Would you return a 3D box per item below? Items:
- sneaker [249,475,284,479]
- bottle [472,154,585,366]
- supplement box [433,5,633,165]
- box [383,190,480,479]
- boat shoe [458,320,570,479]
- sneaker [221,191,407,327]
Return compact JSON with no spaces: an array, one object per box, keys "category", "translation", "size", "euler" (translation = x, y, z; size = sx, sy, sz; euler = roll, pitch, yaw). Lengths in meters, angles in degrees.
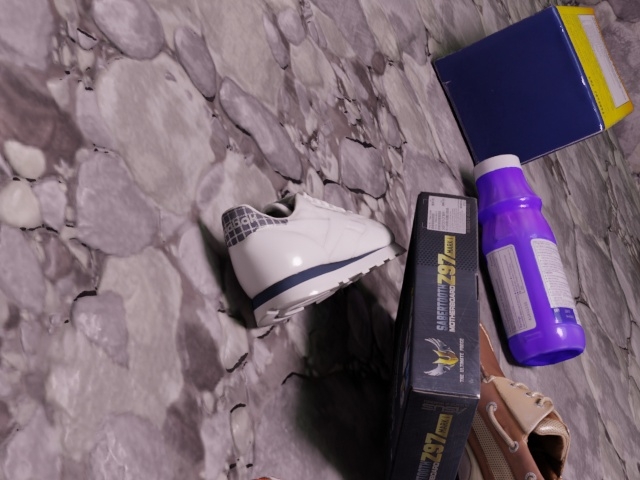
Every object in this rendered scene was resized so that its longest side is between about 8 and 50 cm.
[{"category":"sneaker","translation":[-0.027,0.246,0.643],"size":[0.067,0.064,0.175],"euler":[-15,78,-43]},{"category":"bottle","translation":[0.271,0.024,1.310],"size":[0.118,0.092,0.283],"euler":[18,54,-58]},{"category":"supplement box","translation":[0.347,-0.240,1.540],"size":[0.356,0.195,0.194],"euler":[-25,93,-63]},{"category":"box","translation":[0.097,0.100,0.863],"size":[0.232,0.059,0.183],"euler":[-81,177,-45]},{"category":"boat shoe","translation":[0.197,0.205,0.987],"size":[0.123,0.116,0.324],"euler":[41,29,-42]},{"category":"sneaker","translation":[0.000,0.000,0.842],"size":[0.095,0.090,0.235],"euler":[59,23,7]}]
